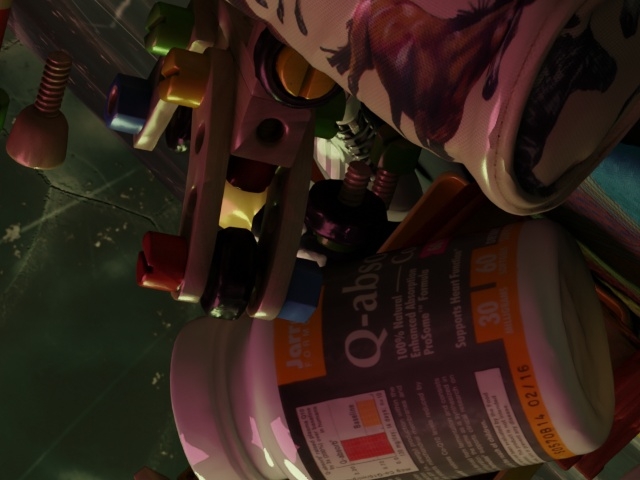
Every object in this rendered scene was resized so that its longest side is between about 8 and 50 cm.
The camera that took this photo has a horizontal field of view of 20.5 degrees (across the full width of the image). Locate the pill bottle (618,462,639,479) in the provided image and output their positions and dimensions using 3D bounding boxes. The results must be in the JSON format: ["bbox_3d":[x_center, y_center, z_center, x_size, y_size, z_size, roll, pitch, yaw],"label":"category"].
[{"bbox_3d":[0.353,0.328,1.570,0.210,0.210,0.363,39,171,33],"label":"pill bottle"}]

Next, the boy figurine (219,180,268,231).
[{"bbox_3d":[0.000,0.000,1.890,0.285,0.092,0.177,34,-178,-7],"label":"boy figurine"}]

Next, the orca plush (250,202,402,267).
[{"bbox_3d":[0.080,0.009,1.732,0.287,0.151,0.102,32,128,8],"label":"orca plush"}]

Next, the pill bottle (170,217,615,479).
[{"bbox_3d":[0.049,0.089,1.213,0.162,0.278,0.162,-13,-90,-71],"label":"pill bottle"}]

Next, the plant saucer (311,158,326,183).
[{"bbox_3d":[-0.021,-0.116,1.818,0.200,0.037,0.200,43,171,8],"label":"plant saucer"}]

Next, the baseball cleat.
[{"bbox_3d":[0.024,-0.094,1.593,0.206,0.072,0.109,43,166,-12],"label":"baseball cleat"}]

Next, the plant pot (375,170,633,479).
[{"bbox_3d":[0.147,0.101,1.546,0.212,0.212,0.187,40,-177,26],"label":"plant pot"}]

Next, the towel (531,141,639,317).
[{"bbox_3d":[0.230,0.010,1.119,0.271,0.040,0.370,41,175,-25],"label":"towel"}]

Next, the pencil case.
[{"bbox_3d":[0.012,-0.180,0.903,0.410,0.160,0.183,40,157,31],"label":"pencil case"}]

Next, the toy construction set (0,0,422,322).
[{"bbox_3d":[-0.079,-0.121,1.127,0.308,0.237,0.257,21,-150,3],"label":"toy construction set"}]

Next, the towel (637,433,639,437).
[{"bbox_3d":[0.332,0.197,1.731,0.060,0.009,0.083,45,171,3],"label":"towel"}]

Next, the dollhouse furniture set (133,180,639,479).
[{"bbox_3d":[0.073,0.148,1.364,0.201,0.374,0.152,51,-172,24],"label":"dollhouse furniture set"}]
